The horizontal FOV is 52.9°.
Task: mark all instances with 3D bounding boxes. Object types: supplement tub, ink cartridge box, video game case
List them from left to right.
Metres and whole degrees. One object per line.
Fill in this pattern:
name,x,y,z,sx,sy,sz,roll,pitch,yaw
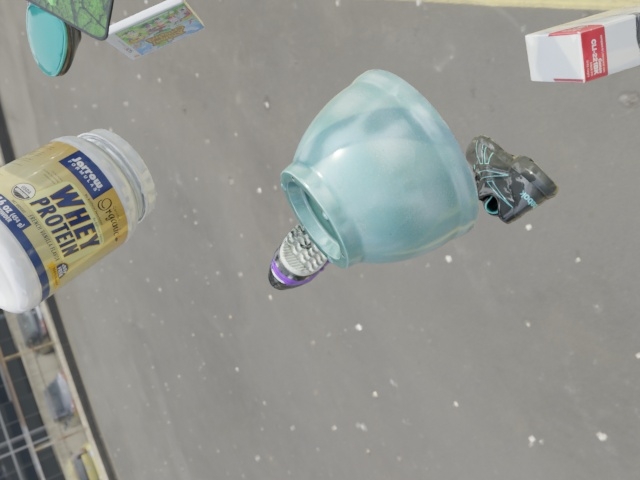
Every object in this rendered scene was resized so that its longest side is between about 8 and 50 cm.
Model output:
supplement tub,-0.474,-0.047,1.146,0.228,0.316,0.228,22,134,25
video game case,-0.409,-0.522,1.592,0.193,0.212,0.023,-4,-108,-85
ink cartridge box,0.644,-0.451,1.467,0.197,0.272,0.114,-140,32,-67

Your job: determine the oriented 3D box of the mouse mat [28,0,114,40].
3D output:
mouse mat,-0.287,-0.328,0.701,0.152,0.007,0.190,29,133,-2

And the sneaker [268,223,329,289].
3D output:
sneaker,-0.001,0.000,1.231,0.102,0.293,0.146,48,139,7

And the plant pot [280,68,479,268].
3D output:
plant pot,0.064,-0.080,0.973,0.293,0.196,0.293,52,166,19

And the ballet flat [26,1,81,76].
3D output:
ballet flat,-0.415,-0.387,1.017,0.095,0.096,0.280,32,144,11

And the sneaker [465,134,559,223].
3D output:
sneaker,0.304,-0.110,1.129,0.101,0.106,0.267,38,-170,-20
